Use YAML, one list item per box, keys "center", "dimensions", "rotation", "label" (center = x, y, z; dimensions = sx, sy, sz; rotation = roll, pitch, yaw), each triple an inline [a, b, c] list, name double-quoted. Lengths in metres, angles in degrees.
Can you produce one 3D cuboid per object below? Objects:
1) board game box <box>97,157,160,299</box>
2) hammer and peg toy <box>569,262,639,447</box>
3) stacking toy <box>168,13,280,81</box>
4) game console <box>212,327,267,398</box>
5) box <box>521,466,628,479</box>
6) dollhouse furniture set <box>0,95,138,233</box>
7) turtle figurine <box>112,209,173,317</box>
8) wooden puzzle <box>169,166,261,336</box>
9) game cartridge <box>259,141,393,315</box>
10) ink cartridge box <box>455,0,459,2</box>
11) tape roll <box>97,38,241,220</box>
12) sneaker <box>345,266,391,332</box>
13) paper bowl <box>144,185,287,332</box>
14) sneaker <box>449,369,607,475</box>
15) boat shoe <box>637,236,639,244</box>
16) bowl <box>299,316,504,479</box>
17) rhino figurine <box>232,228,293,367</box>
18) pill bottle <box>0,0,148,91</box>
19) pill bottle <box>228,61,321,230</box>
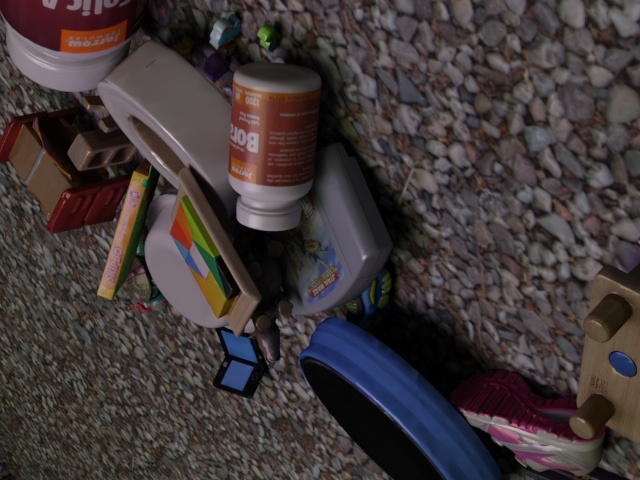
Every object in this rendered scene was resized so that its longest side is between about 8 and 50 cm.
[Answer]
- center: [-0.321, -0.036, 2.014]
  dimensions: [0.039, 0.124, 0.259]
  rotation: [22, 110, -2]
  label: "board game box"
- center: [0.419, 0.211, 1.411]
  dimensions: [0.266, 0.127, 0.361]
  rotation: [30, 143, 30]
  label: "hammer and peg toy"
- center: [-0.147, -0.278, 1.701]
  dimensions: [0.167, 0.052, 0.221]
  rotation: [42, 148, 14]
  label: "stacking toy"
- center: [-0.168, 0.233, 2.254]
  dimensions: [0.122, 0.107, 0.071]
  rotation: [10, 159, 48]
  label: "game console"
- center: [0.403, 0.432, 1.732]
  dimensions: [0.183, 0.059, 0.232]
  rotation: [16, 134, 44]
  label: "box"
- center: [-0.403, -0.207, 2.043]
  dimensions: [0.201, 0.152, 0.374]
  rotation: [51, 129, 18]
  label: "dollhouse furniture set"
- center: [-0.317, 0.045, 2.208]
  dimensions: [0.175, 0.118, 0.234]
  rotation: [-16, 100, 46]
  label: "turtle figurine"
- center: [-0.166, 0.026, 1.747]
  dimensions: [0.221, 0.044, 0.238]
  rotation: [59, 164, 11]
  label: "wooden puzzle"
- center: [0.000, 0.000, 1.749]
  dimensions: [0.297, 0.062, 0.198]
  rotation: [-42, 64, 59]
  label: "game cartridge"
- center: [0.133, -0.365, 1.231]
  dimensions: [0.198, 0.067, 0.115]
  rotation: [53, 149, -3]
  label: "ink cartridge box"
- center: [-0.205, -0.165, 1.771]
  dimensions: [0.286, 0.100, 0.286]
  rotation: [43, 167, 12]
  label: "tape roll"
- center: [0.066, 0.085, 1.811]
  dimensions: [0.078, 0.067, 0.188]
  rotation: [53, 154, 32]
  label: "sneaker"
- center: [-0.186, 0.034, 1.991]
  dimensions: [0.284, 0.148, 0.284]
  rotation: [33, 143, 28]
  label: "paper bowl"
- center: [0.291, 0.269, 1.664]
  dimensions: [0.252, 0.103, 0.111]
  rotation: [18, 135, 43]
  label: "sneaker"
- center: [0.395, -0.057, 1.201]
  dimensions: [0.088, 0.096, 0.267]
  rotation: [34, 154, 17]
  label: "boat shoe"
- center: [0.116, 0.287, 1.837]
  dimensions: [0.391, 0.077, 0.391]
  rotation: [43, 164, 16]
  label: "bowl"
- center: [-0.088, 0.093, 1.823]
  dimensions: [0.106, 0.073, 0.243]
  rotation: [-133, 32, -58]
  label: "rhino figurine"
- center: [-0.346, -0.401, 1.662]
  dimensions: [0.224, 0.224, 0.392]
  rotation: [44, 149, 12]
  label: "pill bottle"
- center: [-0.066, -0.129, 1.623]
  dimensions: [0.121, 0.121, 0.216]
  rotation: [22, 117, 38]
  label: "pill bottle"
